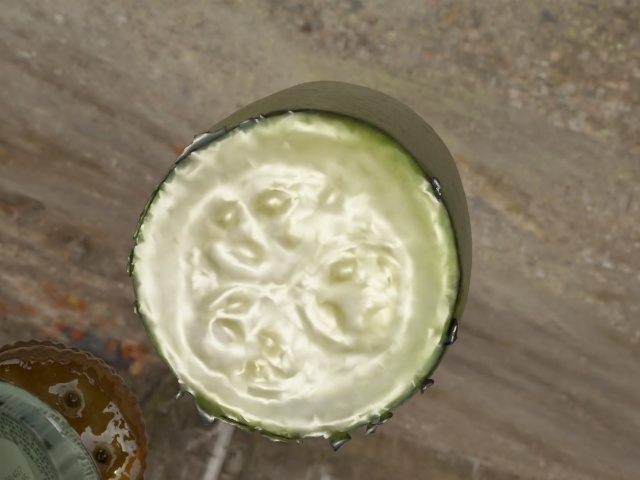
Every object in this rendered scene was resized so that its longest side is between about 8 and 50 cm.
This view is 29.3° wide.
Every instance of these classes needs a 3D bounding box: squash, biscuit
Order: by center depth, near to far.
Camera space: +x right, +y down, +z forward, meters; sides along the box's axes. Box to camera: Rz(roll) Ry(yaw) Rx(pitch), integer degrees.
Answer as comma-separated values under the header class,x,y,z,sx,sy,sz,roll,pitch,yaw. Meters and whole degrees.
class,x,y,z,sx,sy,sz,roll,pitch,yaw
squash,0.000,0.000,0.739,0.189,0.189,0.260,18,-171,0
biscuit,-0.281,0.207,1.223,0.220,0.221,0.066,20,-177,-5

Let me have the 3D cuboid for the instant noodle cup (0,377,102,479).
class,x,y,z,sx,sy,sz,roll,pitch,yaw
instant noodle cup,-0.309,0.237,0.945,0.255,0.244,0.244,-38,138,20
